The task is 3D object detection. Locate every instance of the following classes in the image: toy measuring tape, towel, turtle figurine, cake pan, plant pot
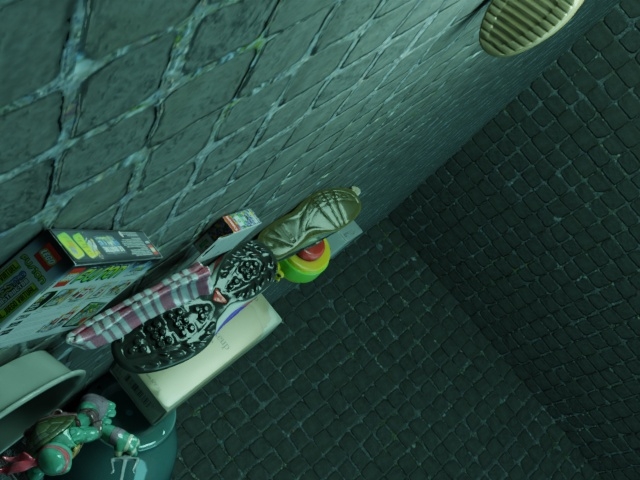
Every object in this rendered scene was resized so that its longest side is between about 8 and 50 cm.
[{"bbox_3d":[0.000,0.000,1.684,0.330,0.121,0.121,-36,175,-39],"label":"toy measuring tape"},{"bbox_3d":[-0.230,0.091,1.040,0.197,0.029,0.144,-29,173,-11],"label":"towel"},{"bbox_3d":[-0.322,0.271,1.023,0.175,0.118,0.234,-24,-171,-8],"label":"turtle figurine"},{"bbox_3d":[-0.411,0.227,0.933,0.293,0.054,0.293,-39,176,-3],"label":"cake pan"},{"bbox_3d":[-0.411,0.408,1.642,0.271,0.271,0.255,-35,159,-46],"label":"plant pot"}]

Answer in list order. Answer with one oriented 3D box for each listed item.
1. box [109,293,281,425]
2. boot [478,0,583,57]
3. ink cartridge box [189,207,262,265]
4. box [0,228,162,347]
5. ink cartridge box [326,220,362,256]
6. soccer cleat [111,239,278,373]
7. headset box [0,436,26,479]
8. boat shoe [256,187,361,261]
[{"bbox_3d":[-0.243,0.207,1.589,0.311,0.148,0.121,-38,176,-35],"label":"box"},{"bbox_3d":[0.324,-0.334,1.048,0.248,0.090,0.207,-45,172,24],"label":"boot"},{"bbox_3d":[-0.130,-0.006,1.049,0.063,0.029,0.115,-40,173,25],"label":"ink cartridge box"},{"bbox_3d":[-0.220,0.039,0.691,0.114,0.036,0.207,-39,176,5],"label":"box"},{"bbox_3d":[0.018,0.011,2.241,0.175,0.072,0.127,-41,175,27],"label":"ink cartridge box"},{"bbox_3d":[-0.198,0.112,1.249,0.318,0.109,0.116,-39,-179,-39],"label":"soccer cleat"},{"bbox_3d":[-0.569,0.414,1.525,0.083,0.062,0.032,-39,175,-9],"label":"headset box"},{"bbox_3d":[-0.028,-0.027,1.446,0.223,0.080,0.073,-31,178,-27],"label":"boat shoe"}]
